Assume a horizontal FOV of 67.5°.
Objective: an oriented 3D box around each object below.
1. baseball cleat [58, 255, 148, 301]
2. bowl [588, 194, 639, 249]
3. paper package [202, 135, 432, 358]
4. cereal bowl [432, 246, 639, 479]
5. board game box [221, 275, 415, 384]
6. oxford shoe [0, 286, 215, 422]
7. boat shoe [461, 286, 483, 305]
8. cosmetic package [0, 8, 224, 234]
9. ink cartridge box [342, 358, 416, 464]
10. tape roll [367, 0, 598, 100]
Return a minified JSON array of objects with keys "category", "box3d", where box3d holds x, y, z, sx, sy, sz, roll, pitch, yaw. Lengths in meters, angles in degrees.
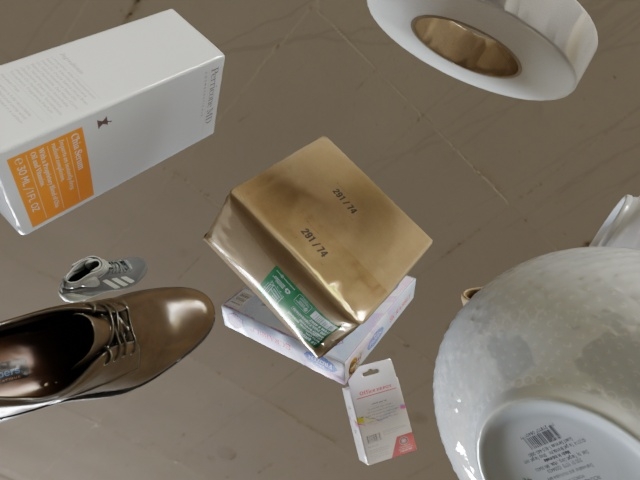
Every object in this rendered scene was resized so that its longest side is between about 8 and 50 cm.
[{"category":"baseball cleat","box3d":[-0.454,0.069,1.035,0.072,0.206,0.109,47,-51,11]},{"category":"bowl","box3d":[0.515,0.018,0.764,0.134,0.298,0.297,31,-58,22]},{"category":"paper package","box3d":[0.000,0.000,0.929,0.325,0.309,0.168,45,-42,5]},{"category":"cereal bowl","box3d":[0.245,0.182,0.428,0.339,0.141,0.338,17,-63,39]},{"category":"board game box","box3d":[0.003,0.139,1.090,0.318,0.319,0.065,20,-52,29]},{"category":"oxford shoe","box3d":[-0.167,0.082,0.373,0.096,0.227,0.082,-29,-98,41]},{"category":"boat shoe","box3d":[0.457,0.141,0.982,0.342,0.122,0.110,-10,-69,37]},{"category":"cosmetic package","box3d":[-0.411,-0.232,0.901,0.161,0.453,0.230,43,-34,10]},{"category":"ink cartridge box","box3d":[0.122,0.369,1.051,0.116,0.067,0.197,-10,-101,-15]},{"category":"tape roll","box3d":[0.265,-0.361,0.823,0.393,0.392,0.071,26,-81,-10]}]
